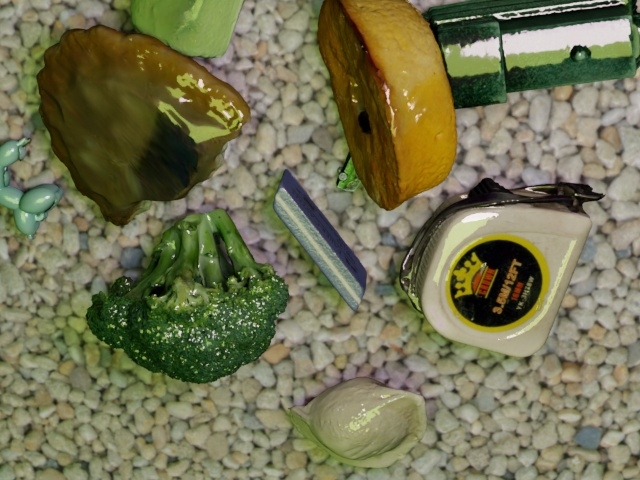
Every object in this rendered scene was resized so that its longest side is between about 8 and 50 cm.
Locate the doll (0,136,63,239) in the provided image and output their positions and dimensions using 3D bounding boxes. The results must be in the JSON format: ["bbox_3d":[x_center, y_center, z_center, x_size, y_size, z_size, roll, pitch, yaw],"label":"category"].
[{"bbox_3d":[-0.462,-0.077,1.987,0.159,0.059,0.159,2,108,3],"label":"doll"}]

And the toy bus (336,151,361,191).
[{"bbox_3d":[0.051,-0.112,1.960,0.037,0.031,0.083,21,109,-12],"label":"toy bus"}]

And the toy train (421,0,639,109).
[{"bbox_3d":[0.288,-0.256,1.816,0.330,0.178,0.138,-7,109,7],"label":"toy train"}]

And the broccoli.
[{"bbox_3d":[-0.185,0.083,1.947,0.294,0.265,0.245,-16,71,16],"label":"broccoli"}]

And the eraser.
[{"bbox_3d":[0.000,0.000,1.975,0.036,0.082,0.225,-34,104,16],"label":"eraser"}]

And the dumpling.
[{"bbox_3d":[0.070,0.285,2.057,0.216,0.126,0.166,-31,121,10],"label":"dumpling"}]

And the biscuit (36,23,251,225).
[{"bbox_3d":[-0.258,-0.139,1.892,0.329,0.078,0.335,21,132,15],"label":"biscuit"}]

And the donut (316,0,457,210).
[{"bbox_3d":[0.093,-0.196,1.806,0.110,0.303,0.303,-17,109,-12],"label":"donut"}]

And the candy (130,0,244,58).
[{"bbox_3d":[-0.142,-0.414,1.819,0.142,0.132,0.343,38,112,35],"label":"candy"}]

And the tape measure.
[{"bbox_3d":[0.248,0.012,1.944,0.231,0.133,0.271,17,108,-11],"label":"tape measure"}]
